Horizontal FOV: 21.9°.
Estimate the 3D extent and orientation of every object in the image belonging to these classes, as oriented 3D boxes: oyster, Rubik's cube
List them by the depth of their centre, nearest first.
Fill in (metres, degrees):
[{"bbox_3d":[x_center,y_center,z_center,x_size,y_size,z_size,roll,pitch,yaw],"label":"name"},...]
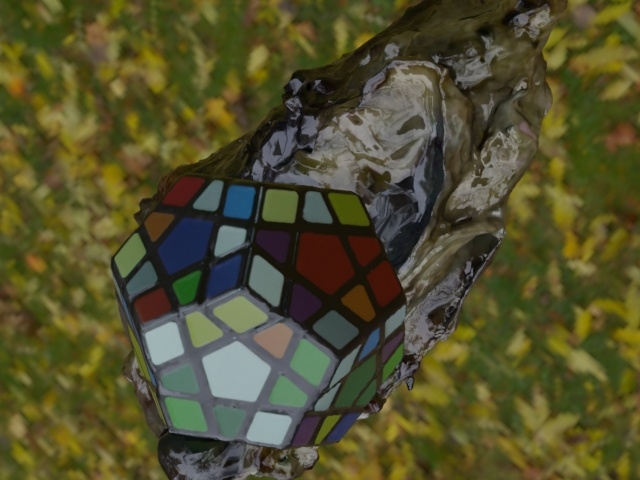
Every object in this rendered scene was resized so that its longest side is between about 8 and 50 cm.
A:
[{"bbox_3d":[-0.026,0.030,0.711,0.133,0.133,0.112,9,156,44],"label":"Rubik's cube"},{"bbox_3d":[0.010,-0.004,0.963,0.361,0.096,0.221,-33,71,25],"label":"oyster"}]
